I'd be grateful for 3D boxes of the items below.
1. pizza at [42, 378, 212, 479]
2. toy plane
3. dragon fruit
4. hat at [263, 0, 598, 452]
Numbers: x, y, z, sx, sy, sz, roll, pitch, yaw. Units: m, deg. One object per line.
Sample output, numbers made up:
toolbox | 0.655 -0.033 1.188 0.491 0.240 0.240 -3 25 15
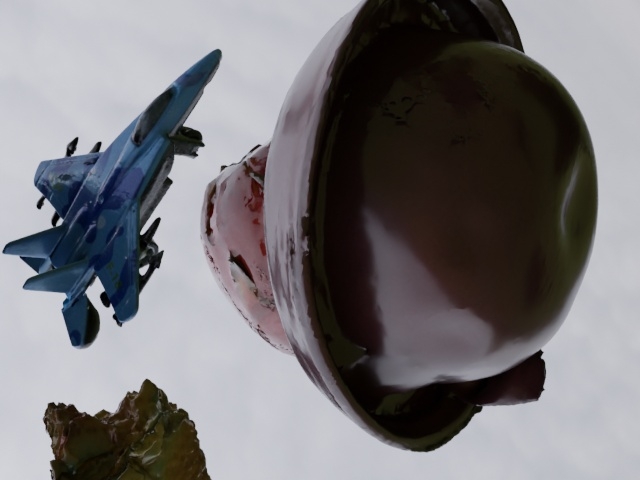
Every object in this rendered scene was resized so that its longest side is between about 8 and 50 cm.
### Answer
pizza | -0.144 0.200 0.842 0.289 0.081 0.229 5 -78 -51
toy plane | -0.141 -0.043 0.926 0.078 0.246 0.169 23 -157 -54
dragon fruit | 0.000 0.000 1.575 0.302 0.295 0.295 53 -150 -5
hat | 0.060 -0.011 0.496 0.205 0.089 0.205 -10 -78 -56
